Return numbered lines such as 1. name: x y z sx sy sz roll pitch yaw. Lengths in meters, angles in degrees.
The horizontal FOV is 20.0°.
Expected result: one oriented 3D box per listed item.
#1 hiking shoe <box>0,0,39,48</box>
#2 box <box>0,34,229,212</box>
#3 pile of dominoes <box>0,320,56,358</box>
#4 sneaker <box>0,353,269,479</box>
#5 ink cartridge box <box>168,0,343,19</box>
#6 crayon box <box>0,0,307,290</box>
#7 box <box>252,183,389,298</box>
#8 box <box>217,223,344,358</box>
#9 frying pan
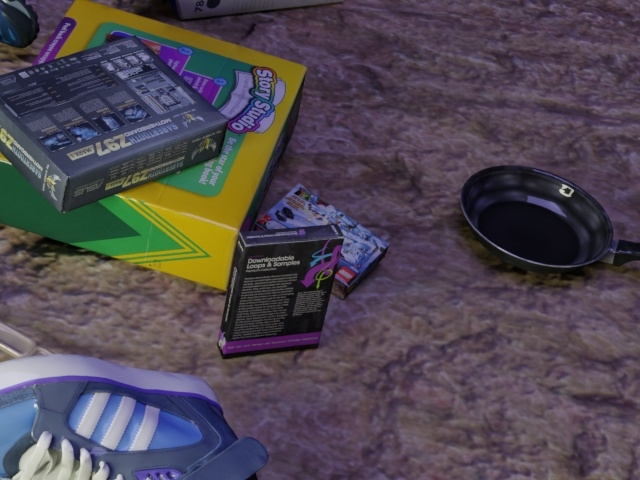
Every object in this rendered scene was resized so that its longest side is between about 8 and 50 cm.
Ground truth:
1. hiking shoe: -0.514 -0.281 2.304 0.304 0.113 0.132 15 68 -9
2. box: -0.249 -0.136 2.049 0.232 0.059 0.183 -24 53 -38
3. pile of dominoes: -0.330 0.172 1.808 0.251 0.040 0.196 30 41 10
4. sneaker: -0.192 0.237 1.676 0.322 0.130 0.236 6 46 -37
5. ink cartridge box: -0.137 -0.389 2.566 0.332 0.065 0.165 -8 44 -28
6. crayon box: -0.208 -0.124 2.180 0.313 0.106 0.363 18 39 2
7. box: 0.000 0.000 2.137 0.137 0.027 0.094 34 48 14
8. box: -0.044 0.055 1.964 0.116 0.162 0.029 -5 42 -23
9. frying pan: 0.328 -0.017 2.263 0.326 0.053 0.197 7 39 -13
